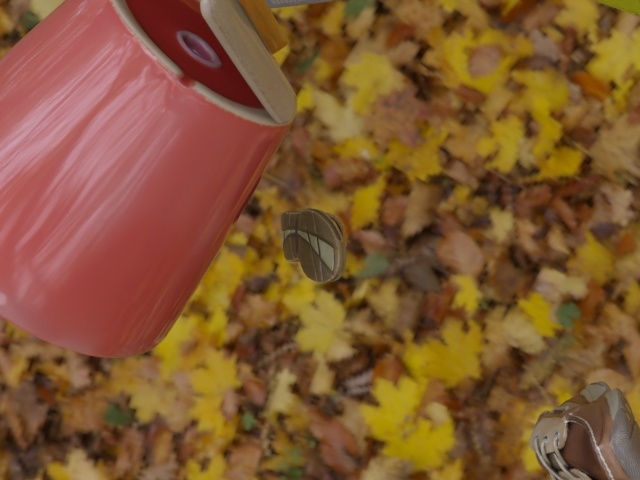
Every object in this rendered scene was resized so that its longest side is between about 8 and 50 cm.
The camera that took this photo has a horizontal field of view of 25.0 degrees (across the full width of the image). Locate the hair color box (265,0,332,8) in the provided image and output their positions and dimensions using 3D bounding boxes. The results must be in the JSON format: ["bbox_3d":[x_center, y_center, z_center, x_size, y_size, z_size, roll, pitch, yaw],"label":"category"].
[{"bbox_3d":[0.044,-0.353,1.461,0.374,0.113,0.185,-3,71,21],"label":"hair color box"}]

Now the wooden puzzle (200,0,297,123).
[{"bbox_3d":[-0.092,-0.224,1.080,0.044,0.221,0.239,-30,68,2],"label":"wooden puzzle"}]

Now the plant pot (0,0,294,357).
[{"bbox_3d":[-0.168,-0.079,1.199,0.243,0.275,0.275,-47,49,23],"label":"plant pot"}]

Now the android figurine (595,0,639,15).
[{"bbox_3d":[0.298,-0.323,1.606,0.273,0.248,0.056,24,84,25],"label":"android figurine"}]

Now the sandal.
[{"bbox_3d":[0.000,0.000,1.506,0.180,0.049,0.072,-159,68,-73],"label":"sandal"}]

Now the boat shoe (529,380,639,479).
[{"bbox_3d":[0.299,0.235,1.612,0.116,0.324,0.123,-23,84,4],"label":"boat shoe"}]
